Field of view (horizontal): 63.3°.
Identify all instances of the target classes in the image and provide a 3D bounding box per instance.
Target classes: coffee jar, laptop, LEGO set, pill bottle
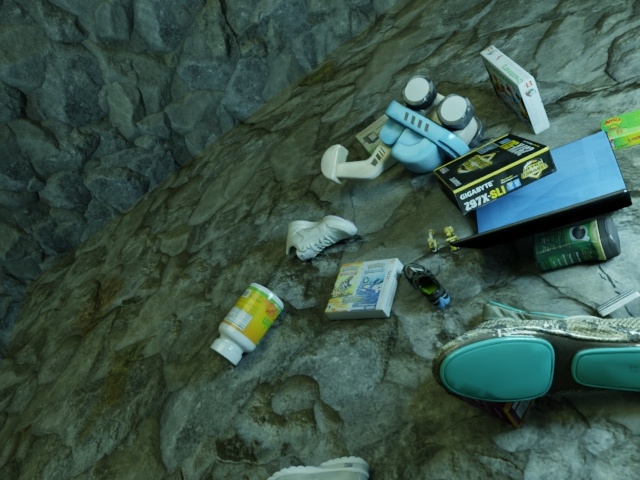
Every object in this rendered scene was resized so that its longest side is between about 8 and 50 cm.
[{"bbox_3d":[0.607,0.010,1.236,0.184,0.079,0.096,-15,40,32],"label":"coffee jar"},{"bbox_3d":[0.540,-0.140,1.316,0.381,0.407,0.237,-20,78,30],"label":"laptop"},{"bbox_3d":[0.670,0.091,1.022,0.244,0.182,0.060,-37,72,18],"label":"LEGO set"},{"bbox_3d":[-0.239,0.271,1.665,0.136,0.136,0.246,11,58,48],"label":"pill bottle"}]

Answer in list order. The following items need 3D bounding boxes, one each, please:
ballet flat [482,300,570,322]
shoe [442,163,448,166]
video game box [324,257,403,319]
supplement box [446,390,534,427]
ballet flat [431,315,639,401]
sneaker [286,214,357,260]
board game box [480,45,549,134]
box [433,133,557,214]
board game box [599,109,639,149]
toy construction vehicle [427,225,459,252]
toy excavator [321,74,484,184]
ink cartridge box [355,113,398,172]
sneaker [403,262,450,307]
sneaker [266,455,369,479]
[{"bbox_3d":[0.469,0.189,1.188,0.213,0.072,0.068,8,84,48],"label":"ballet flat"},{"bbox_3d":[0.459,-0.217,1.645,0.177,0.063,0.081,-17,41,37],"label":"shoe"},{"bbox_3d":[0.130,0.145,1.549,0.205,0.048,0.187,-9,42,36],"label":"video game box"},{"bbox_3d":[0.360,0.306,1.127,0.188,0.081,0.104,16,61,50],"label":"supplement box"},{"bbox_3d":[0.449,0.213,1.006,0.481,0.164,0.182,-3,21,4],"label":"ballet flat"},{"bbox_3d":[0.000,0.000,1.800,0.304,0.114,0.152,-8,59,42],"label":"sneaker"},{"bbox_3d":[0.626,-0.493,1.682,0.053,0.193,0.305,-29,35,13],"label":"board game box"},{"bbox_3d":[0.469,-0.195,1.451,0.256,0.080,0.322,-24,15,10],"label":"box"},{"bbox_3d":[0.858,-0.307,1.392,0.181,0.043,0.092,-13,42,32],"label":"board game box"},{"bbox_3d":[0.357,-0.005,1.519,0.085,0.035,0.098,-20,39,25],"label":"toy construction vehicle"},{"bbox_3d":[0.259,-0.321,1.762,0.432,0.222,0.445,37,98,28],"label":"toy excavator"},{"bbox_3d":[0.245,-0.376,1.986,0.154,0.093,0.212,-35,33,7],"label":"ink cartridge box"},{"bbox_3d":[0.285,0.109,1.419,0.067,0.078,0.188,-38,34,1],"label":"sneaker"},{"bbox_3d":[-0.023,0.572,1.158,0.281,0.105,0.115,-25,37,18],"label":"sneaker"}]
